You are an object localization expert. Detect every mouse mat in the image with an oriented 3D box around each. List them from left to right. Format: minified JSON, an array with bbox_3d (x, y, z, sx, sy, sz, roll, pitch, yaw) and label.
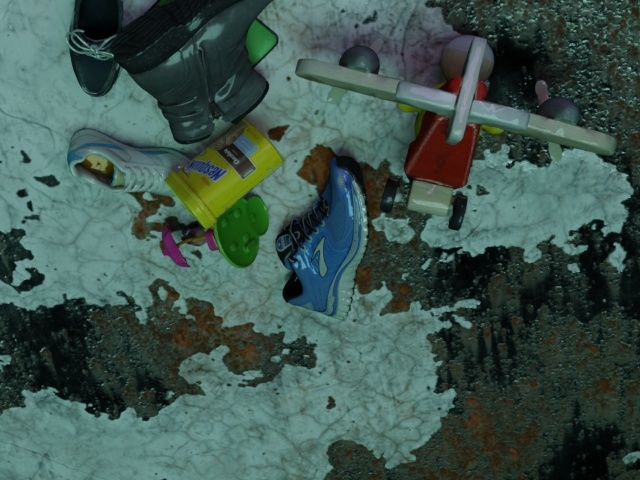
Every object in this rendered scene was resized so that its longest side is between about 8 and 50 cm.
[{"bbox_3d":[-0.181,-0.328,1.887,0.190,0.007,0.152,38,116,-24],"label":"mouse mat"}]

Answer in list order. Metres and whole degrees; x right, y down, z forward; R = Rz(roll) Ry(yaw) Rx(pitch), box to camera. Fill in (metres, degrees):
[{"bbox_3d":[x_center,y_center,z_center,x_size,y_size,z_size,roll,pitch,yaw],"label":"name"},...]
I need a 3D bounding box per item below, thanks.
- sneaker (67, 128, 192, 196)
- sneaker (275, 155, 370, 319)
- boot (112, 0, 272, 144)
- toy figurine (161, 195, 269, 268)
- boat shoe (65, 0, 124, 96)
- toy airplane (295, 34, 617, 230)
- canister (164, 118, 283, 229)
[{"bbox_3d":[-0.311,-0.112,1.984,0.229,0.092,0.087,13,122,-12],"label":"sneaker"},{"bbox_3d":[0.000,0.000,2.053,0.147,0.130,0.330,6,125,-9],"label":"sneaker"},{"bbox_3d":[-0.135,-0.309,1.845,0.338,0.118,0.222,-29,135,10],"label":"boot"},{"bbox_3d":[-0.196,-0.012,2.049,0.159,0.173,0.130,-11,107,30],"label":"toy figurine"},{"bbox_3d":[-0.343,-0.327,1.837,0.095,0.079,0.254,10,125,-11],"label":"boat shoe"},{"bbox_3d":[0.207,-0.212,1.825,0.384,0.272,0.386,-7,148,43],"label":"toy airplane"},{"bbox_3d":[-0.157,-0.112,1.937,0.170,0.126,0.073,-40,131,-6],"label":"canister"}]
